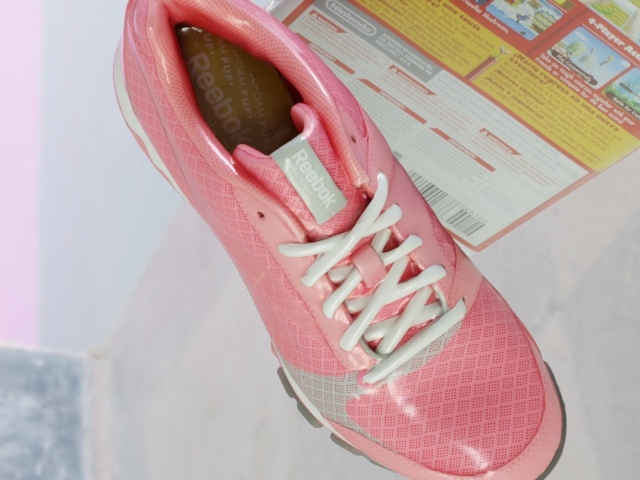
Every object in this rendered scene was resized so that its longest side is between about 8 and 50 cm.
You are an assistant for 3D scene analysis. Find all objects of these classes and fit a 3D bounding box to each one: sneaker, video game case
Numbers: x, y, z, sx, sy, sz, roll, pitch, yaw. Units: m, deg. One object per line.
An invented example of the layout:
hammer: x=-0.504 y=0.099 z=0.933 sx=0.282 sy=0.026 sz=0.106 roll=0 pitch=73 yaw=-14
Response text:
sneaker: x=-0.001 y=0.000 z=0.729 sx=0.116 sy=0.314 sz=0.136 roll=-39 pitch=-6 yaw=-5
video game case: x=0.094 y=-0.106 z=0.810 sx=0.285 sy=0.204 sz=0.025 roll=-36 pitch=28 yaw=46
